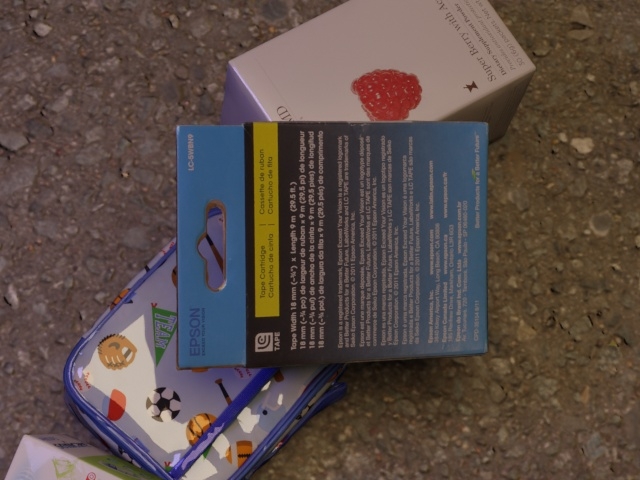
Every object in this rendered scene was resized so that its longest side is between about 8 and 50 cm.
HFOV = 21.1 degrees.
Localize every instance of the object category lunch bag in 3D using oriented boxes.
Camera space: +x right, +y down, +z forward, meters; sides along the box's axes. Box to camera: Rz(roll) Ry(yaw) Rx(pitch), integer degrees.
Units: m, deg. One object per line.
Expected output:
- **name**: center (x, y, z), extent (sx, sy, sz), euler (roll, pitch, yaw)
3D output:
- **lunch bag**: center (-0.104, 0.123, 1.814), extent (0.243, 0.115, 0.303), euler (40, 70, 8)

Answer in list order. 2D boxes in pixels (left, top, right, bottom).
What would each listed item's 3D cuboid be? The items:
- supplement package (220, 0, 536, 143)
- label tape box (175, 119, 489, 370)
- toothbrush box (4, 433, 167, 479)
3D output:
- **supplement package**: center (0.059, -0.157, 1.913), extent (0.293, 0.175, 0.177), euler (-29, 74, -17)
- **label tape box**: center (0.000, 0.000, 1.722), extent (0.333, 0.106, 0.241), euler (-1, 93, -22)
- **toothbrush box**: center (-0.185, 0.334, 1.656), extent (0.283, 0.122, 0.206), euler (23, 89, 13)
